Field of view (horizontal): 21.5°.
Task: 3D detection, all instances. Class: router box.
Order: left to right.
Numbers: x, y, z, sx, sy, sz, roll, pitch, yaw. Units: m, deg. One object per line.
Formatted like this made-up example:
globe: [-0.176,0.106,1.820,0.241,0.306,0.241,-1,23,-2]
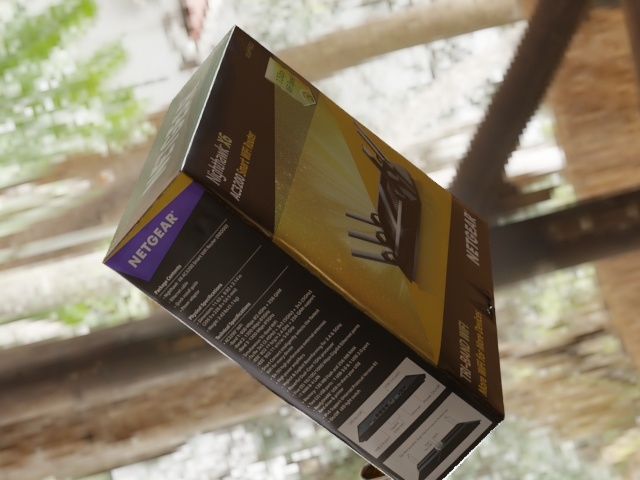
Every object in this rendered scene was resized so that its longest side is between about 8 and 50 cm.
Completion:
router box: [0.000,0.000,1.102,0.243,0.081,0.309,37,20,-12]

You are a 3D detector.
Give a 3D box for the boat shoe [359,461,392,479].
boat shoe: [0.077,0.179,1.414,0.035,0.100,0.035,39,27,-48]
